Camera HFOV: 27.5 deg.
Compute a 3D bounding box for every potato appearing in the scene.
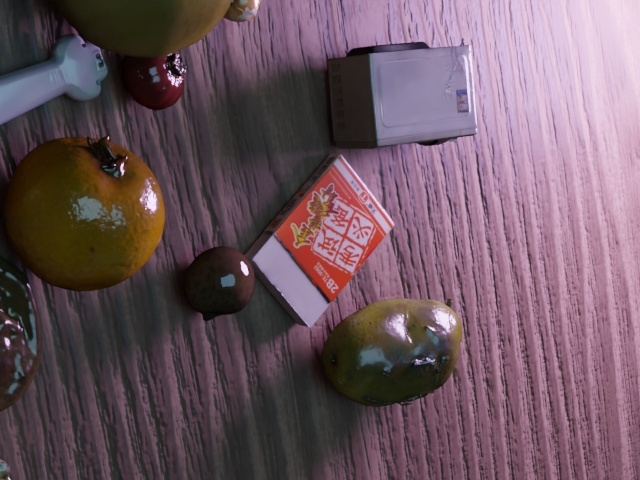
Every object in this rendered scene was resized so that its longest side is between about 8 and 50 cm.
[{"bbox_3d":[0.116,0.176,2.050,0.248,0.143,0.169,-7,87,-34],"label":"potato"}]

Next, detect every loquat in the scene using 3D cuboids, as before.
[{"bbox_3d":[-0.307,-0.037,1.703,0.208,0.208,0.208,-3,95,-35],"label":"loquat"}]

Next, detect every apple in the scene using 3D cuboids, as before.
[{"bbox_3d":[-0.235,-0.373,1.704,0.262,0.262,0.262,-3,95,-35],"label":"apple"}]

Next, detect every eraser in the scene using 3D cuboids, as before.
[{"bbox_3d":[0.000,0.000,2.018,0.230,0.038,0.157,-50,119,-22],"label":"eraser"}]

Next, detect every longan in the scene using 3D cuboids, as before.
[{"bbox_3d":[-0.147,0.064,1.888,0.113,0.092,0.113,-15,115,-34],"label":"longan"}]

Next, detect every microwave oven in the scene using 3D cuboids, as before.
[{"bbox_3d":[0.125,-0.224,2.035,0.205,0.129,0.163,-9,97,-34],"label":"microwave oven"}]

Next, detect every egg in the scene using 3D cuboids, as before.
[{"bbox_3d":[-0.122,-0.358,1.887,0.071,0.071,0.083,-3,89,-35],"label":"egg"}]

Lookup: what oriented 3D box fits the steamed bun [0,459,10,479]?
[{"bbox_3d":[-0.539,0.333,1.612,0.295,0.137,0.292,-38,115,-20],"label":"steamed bun"}]

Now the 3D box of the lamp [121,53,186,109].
[{"bbox_3d":[-0.231,-0.230,1.810,0.101,0.090,0.101,41,42,-52],"label":"lamp"}]

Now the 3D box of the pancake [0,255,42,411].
[{"bbox_3d":[-0.464,0.123,1.696,0.242,0.050,0.242,-3,96,-36],"label":"pancake"}]

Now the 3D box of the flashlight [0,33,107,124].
[{"bbox_3d":[-0.378,-0.206,1.735,0.200,0.047,0.093,-28,109,-27],"label":"flashlight"}]
